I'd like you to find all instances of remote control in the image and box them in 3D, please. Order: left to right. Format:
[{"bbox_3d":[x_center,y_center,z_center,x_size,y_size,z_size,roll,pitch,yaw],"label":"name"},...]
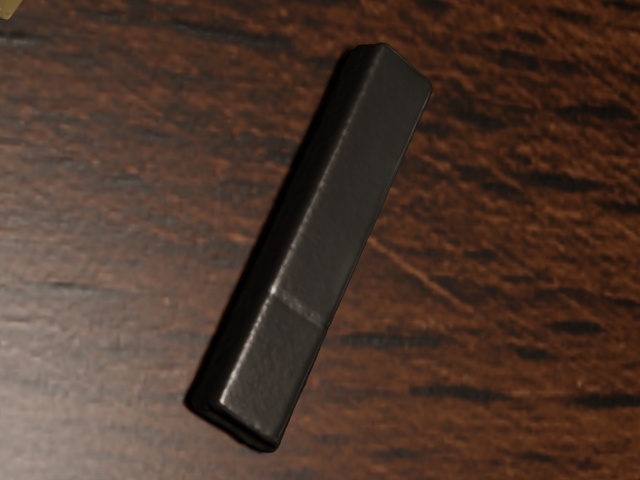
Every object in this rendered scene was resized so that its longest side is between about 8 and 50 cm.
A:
[{"bbox_3d":[0.000,0.000,0.973,0.063,0.025,0.245,35,65,-28],"label":"remote control"}]

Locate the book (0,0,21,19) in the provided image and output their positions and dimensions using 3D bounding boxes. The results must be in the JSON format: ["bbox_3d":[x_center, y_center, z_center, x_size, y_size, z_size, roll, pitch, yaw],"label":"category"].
[{"bbox_3d":[-0.168,-0.230,0.908,0.138,0.016,0.199,40,63,-20],"label":"book"}]
